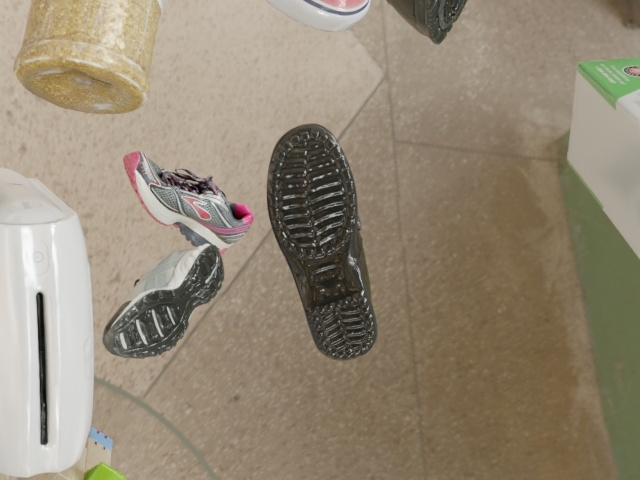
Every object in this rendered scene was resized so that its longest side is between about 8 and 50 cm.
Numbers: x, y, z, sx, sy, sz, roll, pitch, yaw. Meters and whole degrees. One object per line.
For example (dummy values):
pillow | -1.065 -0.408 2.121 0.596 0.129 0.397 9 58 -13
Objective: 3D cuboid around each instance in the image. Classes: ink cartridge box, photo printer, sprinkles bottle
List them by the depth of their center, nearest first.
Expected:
sprinkles bottle | -0.192 -0.300 0.846 0.121 0.121 0.356 11 74 -16
ink cartridge box | 0.409 -0.093 0.856 0.289 0.122 0.211 -6 31 -4
photo printer | -0.301 0.072 0.901 0.107 0.307 0.256 -4 104 -26

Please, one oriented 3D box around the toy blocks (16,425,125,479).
toy blocks | -0.484 0.474 1.557 0.190 0.261 0.381 37 93 -16

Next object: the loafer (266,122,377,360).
loafer | 0.000 0.000 0.841 0.080 0.078 0.220 -9 103 3

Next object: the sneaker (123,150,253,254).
sneaker | -0.245 -0.084 1.664 0.299 0.112 0.121 38 19 -48

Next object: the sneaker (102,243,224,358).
sneaker | -0.255 0.097 1.419 0.271 0.107 0.100 -47 130 -53

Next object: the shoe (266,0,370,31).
shoe | -0.025 -0.193 0.453 0.063 0.081 0.178 -37 87 -37

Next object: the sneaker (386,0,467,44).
sneaker | 0.090 -0.317 1.013 0.130 0.286 0.109 31 90 25
